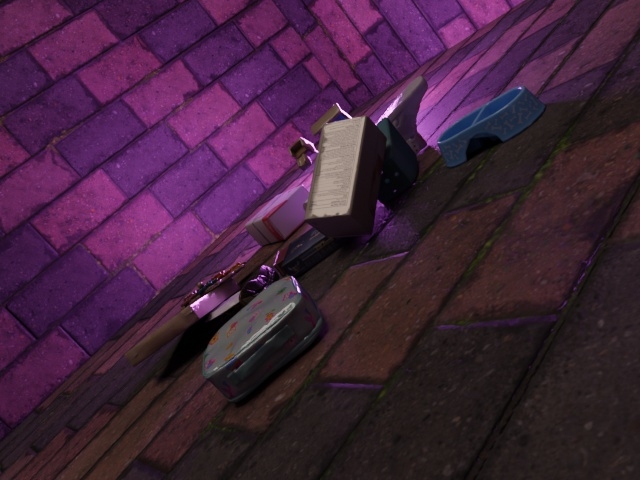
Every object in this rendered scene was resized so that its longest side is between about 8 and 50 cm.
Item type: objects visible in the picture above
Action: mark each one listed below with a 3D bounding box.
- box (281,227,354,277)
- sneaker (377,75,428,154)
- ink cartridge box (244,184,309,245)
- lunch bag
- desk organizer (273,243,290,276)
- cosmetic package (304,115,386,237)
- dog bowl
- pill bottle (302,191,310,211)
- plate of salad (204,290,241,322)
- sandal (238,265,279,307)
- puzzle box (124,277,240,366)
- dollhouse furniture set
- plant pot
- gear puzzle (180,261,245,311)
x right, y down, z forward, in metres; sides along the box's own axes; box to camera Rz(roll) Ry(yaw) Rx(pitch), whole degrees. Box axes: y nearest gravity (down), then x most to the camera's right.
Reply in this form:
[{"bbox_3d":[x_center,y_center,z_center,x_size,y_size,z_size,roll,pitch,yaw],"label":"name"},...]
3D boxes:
[{"bbox_3d":[0.000,0.000,1.808,0.232,0.059,0.183,-36,14,17],"label":"box"},{"bbox_3d":[0.294,-0.379,1.994,0.292,0.169,0.108,-50,12,39],"label":"sneaker"},{"bbox_3d":[-0.159,-0.094,2.447,0.207,0.117,0.283,-45,14,-23],"label":"ink cartridge box"},{"bbox_3d":[-0.127,0.215,1.325,0.279,0.108,0.224,-41,18,0],"label":"lunch bag"},{"bbox_3d":[-0.107,0.060,1.937,0.050,0.047,0.130,-34,14,13],"label":"desk organizer"},{"bbox_3d":[0.072,-0.168,1.657,0.153,0.129,0.296,-3,65,35],"label":"cosmetic package"},{"bbox_3d":[0.424,-0.293,1.577,0.297,0.074,0.166,-26,18,45],"label":"dog bowl"},{"bbox_3d":[0.013,-0.163,2.248,0.169,0.094,0.094,-46,14,-30],"label":"pill bottle"},{"bbox_3d":[-0.271,0.204,1.909,0.199,0.048,0.200,-33,4,2],"label":"plate of salad"},{"bbox_3d":[-0.181,0.144,1.783,0.060,0.090,0.219,-52,8,26],"label":"sandal"},{"bbox_3d":[-0.431,0.253,1.996,0.272,0.052,0.409,-36,1,12],"label":"puzzle box"},{"bbox_3d":[0.079,-0.286,2.242,0.286,0.198,0.304,-40,47,22],"label":"dollhouse furniture set"},{"bbox_3d":[0.188,-0.220,1.819,0.165,0.165,0.234,-36,23,17],"label":"plant pot"},{"bbox_3d":[-0.347,0.128,2.112,0.175,0.044,0.339,-36,1,27],"label":"gear puzzle"}]
